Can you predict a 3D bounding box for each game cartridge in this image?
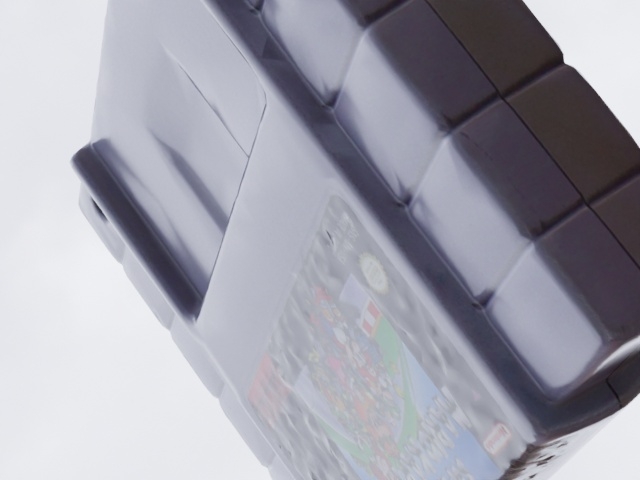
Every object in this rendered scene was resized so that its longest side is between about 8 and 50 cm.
[{"bbox_3d":[0.000,0.000,0.694,0.068,0.355,0.230,-28,-104,-19],"label":"game cartridge"}]
